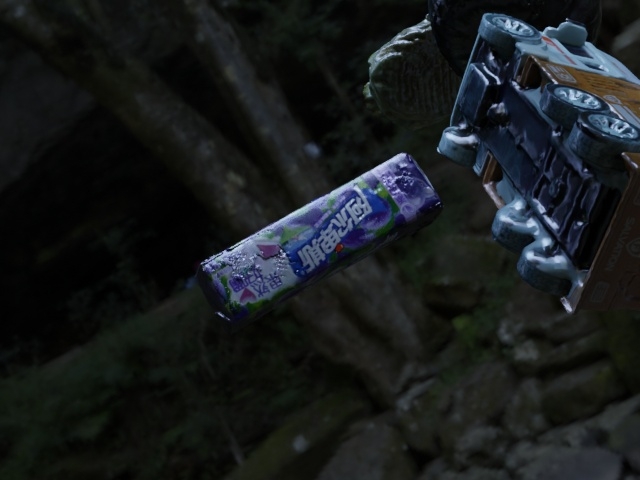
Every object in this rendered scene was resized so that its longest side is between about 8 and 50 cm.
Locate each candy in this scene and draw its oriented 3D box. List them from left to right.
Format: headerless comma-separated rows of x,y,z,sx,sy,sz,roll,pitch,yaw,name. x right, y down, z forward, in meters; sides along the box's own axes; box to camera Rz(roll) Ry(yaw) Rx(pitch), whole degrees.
0.000,0.000,1.460,0.312,0.088,0.061,-29,-16,-21,candy

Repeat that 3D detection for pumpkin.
0.255,-0.304,1.619,0.233,0.233,0.163,-33,21,41,pumpkin

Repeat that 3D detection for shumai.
0.147,-0.267,1.929,0.184,0.184,0.142,-25,24,-21,shumai

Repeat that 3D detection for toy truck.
0.218,-0.069,0.987,0.162,0.305,0.136,7,-61,-19,toy truck
